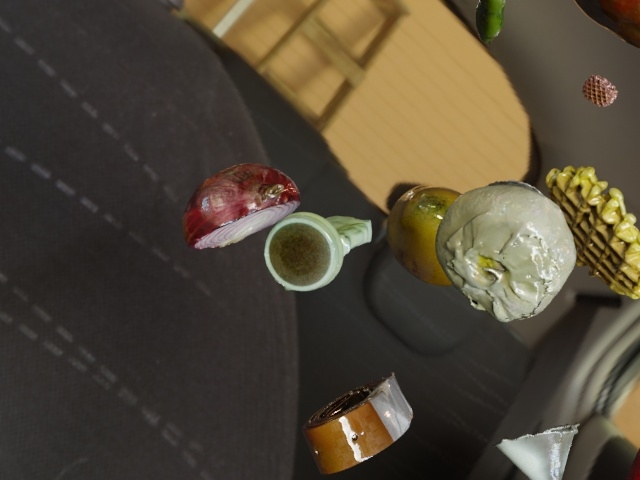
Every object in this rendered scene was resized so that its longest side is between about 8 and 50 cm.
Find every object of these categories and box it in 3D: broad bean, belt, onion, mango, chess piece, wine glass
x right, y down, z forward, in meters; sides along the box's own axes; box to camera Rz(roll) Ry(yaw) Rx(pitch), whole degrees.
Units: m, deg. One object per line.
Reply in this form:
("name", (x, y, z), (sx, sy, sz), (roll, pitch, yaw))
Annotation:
("broad bean", (0.293, -0.423, 1.664), (0.065, 0.046, 0.254), (41, -15, 29))
("belt", (0.069, 0.324, 1.711), (0.105, 0.184, 0.261), (64, 24, 5))
("onion", (-0.125, -0.068, 1.490), (0.205, 0.151, 0.098), (-19, 73, -42))
("mango", (0.279, -0.018, 2.244), (0.263, 0.221, 0.378), (37, -5, 12))
("chess piece", (0.000, 0.000, 2.153), (0.176, 0.176, 0.298), (42, 22, 6))
("wine glass", (0.306, 0.342, 1.268), (0.122, 0.122, 0.183), (34, 43, -67))

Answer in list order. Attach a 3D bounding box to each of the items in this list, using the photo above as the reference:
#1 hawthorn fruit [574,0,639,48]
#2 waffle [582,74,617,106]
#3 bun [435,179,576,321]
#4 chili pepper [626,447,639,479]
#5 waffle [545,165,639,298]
("hawthorn fruit", (0.556, -0.484, 1.634), (0.324, 0.308, 0.308), (13, -10, 25))
("waffle", (0.601, -0.323, 2.070), (0.075, 0.029, 0.083), (39, -21, 3))
("bun", (0.296, 0.026, 1.581), (0.239, 0.239, 0.141), (42, 44, 6))
("chili pepper", (0.508, 0.472, 1.471), (0.134, 0.338, 0.131), (17, 11, 21))
("waffle", (0.544, -0.018, 1.887), (0.329, 0.062, 0.329), (53, -7, 9))
